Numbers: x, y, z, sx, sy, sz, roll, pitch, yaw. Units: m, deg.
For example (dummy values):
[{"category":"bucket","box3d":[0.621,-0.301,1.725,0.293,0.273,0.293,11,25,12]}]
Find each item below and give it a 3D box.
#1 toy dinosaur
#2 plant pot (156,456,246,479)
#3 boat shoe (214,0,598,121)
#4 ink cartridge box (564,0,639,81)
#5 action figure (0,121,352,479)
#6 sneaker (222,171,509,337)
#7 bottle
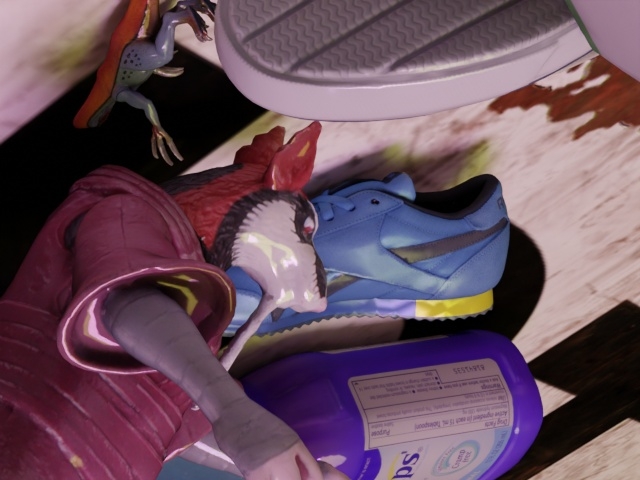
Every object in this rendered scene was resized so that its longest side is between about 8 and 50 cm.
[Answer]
[{"category":"toy dinosaur","box3d":[-0.080,-0.078,0.745,0.082,0.047,0.090,-26,122,20]},{"category":"plant pot","box3d":[-0.114,0.244,0.915,0.290,0.290,0.195,-13,169,-24]},{"category":"boat shoe","box3d":[0.098,-0.110,0.746,0.302,0.109,0.094,-21,155,-15]},{"category":"ink cartridge box","box3d":[0.198,-0.183,0.575,0.289,0.121,0.211,-51,152,-1]},{"category":"action figure","box3d":[-0.125,0.082,0.767,0.370,0.275,0.248,-57,168,-23]},{"category":"sneaker","box3d":[0.000,0.000,0.921,0.209,0.069,0.082,-4,115,-20]},{"category":"bottle","box3d":[0.000,0.119,1.086,0.282,0.092,0.118,-5,149,-35]}]
